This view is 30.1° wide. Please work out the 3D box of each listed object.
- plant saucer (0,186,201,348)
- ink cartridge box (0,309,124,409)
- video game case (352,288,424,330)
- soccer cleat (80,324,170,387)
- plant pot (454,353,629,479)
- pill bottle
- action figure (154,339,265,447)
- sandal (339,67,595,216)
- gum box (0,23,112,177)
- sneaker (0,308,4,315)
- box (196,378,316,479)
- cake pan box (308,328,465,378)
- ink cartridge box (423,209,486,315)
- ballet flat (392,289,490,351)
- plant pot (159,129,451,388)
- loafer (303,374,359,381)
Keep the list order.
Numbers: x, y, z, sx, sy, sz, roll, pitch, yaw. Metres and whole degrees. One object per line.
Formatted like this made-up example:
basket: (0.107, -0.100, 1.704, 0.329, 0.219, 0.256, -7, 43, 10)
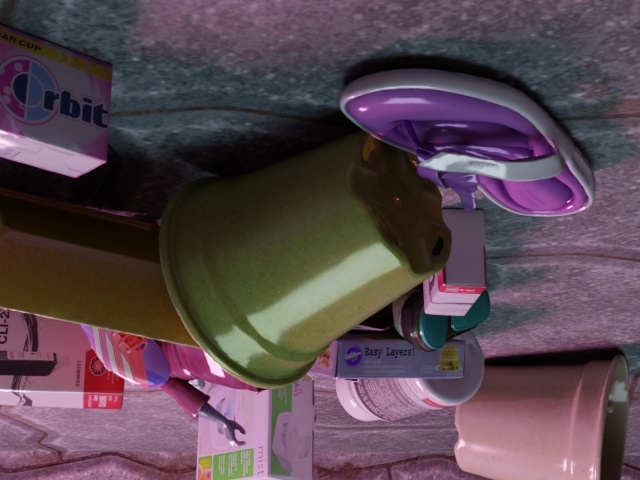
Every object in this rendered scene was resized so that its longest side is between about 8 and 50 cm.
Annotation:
plant saucer: (-0.294, 0.018, 1.459, 0.333, 0.081, 0.333, 14, -171, -23)
ink cartridge box: (-0.444, 0.157, 1.884, 0.273, 0.197, 0.114, 3, 160, -9)
video game case: (0.049, 0.122, 2.041, 0.204, 0.025, 0.285, 11, 159, -28)
soccer cleat: (-0.308, 0.112, 1.746, 0.083, 0.248, 0.095, -36, 170, -40)
plant pot: (0.444, 0.380, 2.410, 0.306, 0.333, 0.334, 4, 164, 23)
pill bottle: (0.155, 0.244, 2.190, 0.161, 0.161, 0.283, 11, 159, -29)
action figure: (-0.199, 0.179, 1.872, 0.276, 0.248, 0.370, 12, 155, -29)
sandal: (0.188, -0.083, 1.311, 0.169, 0.102, 0.416, -16, 155, 39)
gum box: (-0.297, -0.140, 1.143, 0.188, 0.107, 0.062, 16, 156, -39)
sneaker: (-0.606, 0.071, 1.683, 0.448, 0.169, 0.257, -2, 171, 32)
box: (-0.129, 0.366, 2.399, 0.127, 0.262, 0.231, 17, 156, -39)
cake pan box: (0.064, 0.184, 1.948, 0.246, 0.070, 0.267, 5, 177, -29)
ink cartridge box: (0.182, 0.033, 1.641, 0.063, 0.109, 0.150, 1, 161, -5)
ballet flat: (0.170, 0.118, 1.838, 0.096, 0.095, 0.280, 2, -178, 29)
plant pot: (0.000, 0.000, 1.375, 0.254, 0.276, 0.276, -28, 148, 33)
loafer: (-0.017, 0.200, 2.097, 0.251, 0.087, 0.094, 11, 159, -28)
